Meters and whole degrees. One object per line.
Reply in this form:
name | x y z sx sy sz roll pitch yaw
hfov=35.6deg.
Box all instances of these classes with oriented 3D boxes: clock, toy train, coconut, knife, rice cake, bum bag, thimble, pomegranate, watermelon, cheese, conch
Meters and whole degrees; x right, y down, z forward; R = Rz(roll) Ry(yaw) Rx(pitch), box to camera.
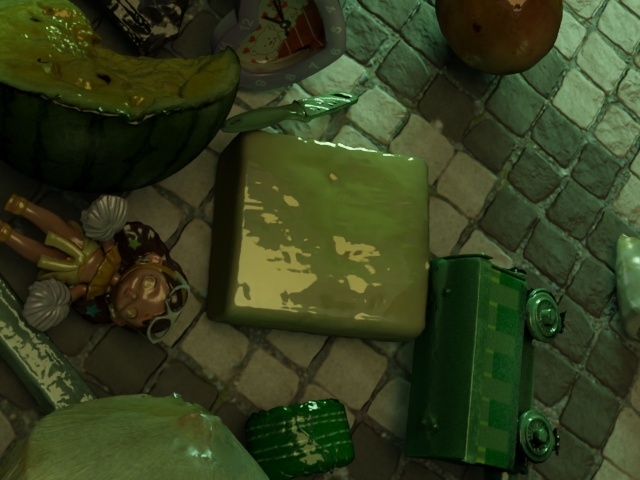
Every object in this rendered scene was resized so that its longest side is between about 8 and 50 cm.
clock | -0.047 -0.285 1.314 0.172 0.198 0.064 9 46 -27
toy train | 0.214 0.169 1.298 0.202 0.120 0.301 20 69 -37
coconut | -0.183 0.330 1.009 0.346 0.346 0.360 33 102 -10
knife | -0.034 -0.167 1.301 0.043 0.020 0.293 34 31 21
rice cake | -0.362 0.094 1.150 0.063 0.066 0.336 -37 90 -24
bum bag | -0.278 -0.348 1.298 0.248 0.069 0.102 42 81 -4
thimble | -0.023 0.245 1.215 0.130 0.118 0.090 4 69 -48
pomegranate | 0.258 -0.330 1.440 0.191 0.191 0.191 5 74 -20
watermelon | -0.267 -0.150 1.158 0.330 0.190 0.331 5 33 -3
cheese | 0.000 0.000 1.285 0.265 0.124 0.243 8 69 -19
conch | 0.483 0.078 1.487 0.104 0.094 0.176 -10 53 -10

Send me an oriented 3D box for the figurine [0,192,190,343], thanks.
figurine | -0.264 0.030 1.167 0.240 0.116 0.175 31 89 -25
